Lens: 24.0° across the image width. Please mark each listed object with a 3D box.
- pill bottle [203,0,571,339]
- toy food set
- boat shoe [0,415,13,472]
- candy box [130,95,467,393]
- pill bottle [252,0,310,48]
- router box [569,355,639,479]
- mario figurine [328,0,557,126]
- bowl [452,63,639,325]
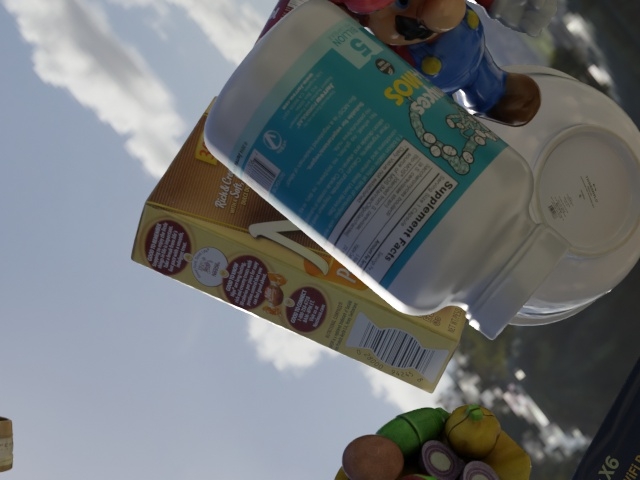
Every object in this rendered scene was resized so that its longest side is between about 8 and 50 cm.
[{"bbox_3d":[0.054,-0.045,1.107,0.264,0.146,0.146,40,-173,5],"label":"pill bottle"},{"bbox_3d":[0.078,0.196,1.255,0.128,0.218,0.071,45,149,35],"label":"toy food set"},{"bbox_3d":[-0.352,0.165,1.418,0.170,0.059,0.063,18,-169,27],"label":"boat shoe"},{"bbox_3d":[0.000,0.000,1.449,0.316,0.087,0.183,24,-137,2],"label":"candy box"},{"bbox_3d":[-0.028,-0.311,2.136,0.086,0.152,0.086,26,167,7],"label":"pill bottle"},{"bbox_3d":[0.320,0.142,0.993,0.243,0.309,0.081,31,-170,24],"label":"router box"},{"bbox_3d":[0.102,-0.163,1.280,0.320,0.170,0.198,49,-138,-50],"label":"mario figurine"},{"bbox_3d":[0.258,-0.052,1.635,0.298,0.298,0.134,50,162,-15],"label":"bowl"}]
